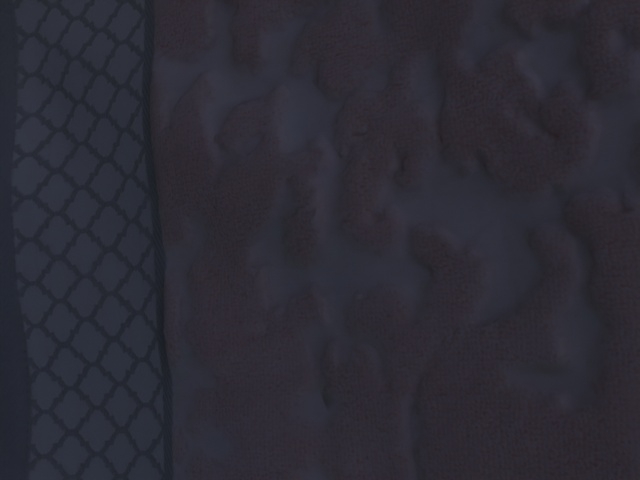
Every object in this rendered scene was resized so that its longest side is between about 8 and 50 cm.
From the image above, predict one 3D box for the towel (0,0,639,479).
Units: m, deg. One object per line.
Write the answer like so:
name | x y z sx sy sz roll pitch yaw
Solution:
towel | 0.000 0.000 0.410 0.053 0.317 0.332 6 -101 -53
